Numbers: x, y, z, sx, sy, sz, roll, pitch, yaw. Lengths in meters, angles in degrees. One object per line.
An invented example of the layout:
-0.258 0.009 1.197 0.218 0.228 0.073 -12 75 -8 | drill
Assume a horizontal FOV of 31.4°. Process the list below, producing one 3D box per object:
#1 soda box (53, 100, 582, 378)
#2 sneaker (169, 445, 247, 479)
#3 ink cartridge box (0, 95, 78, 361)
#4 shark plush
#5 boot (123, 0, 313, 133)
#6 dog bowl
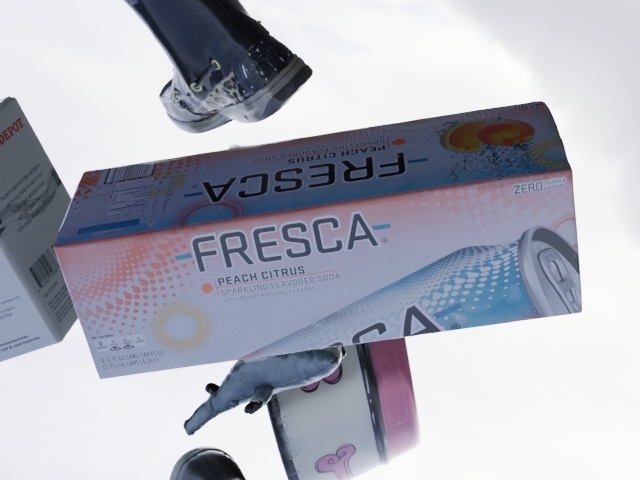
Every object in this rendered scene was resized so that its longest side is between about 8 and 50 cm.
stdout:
0.000 0.000 0.422 0.183 0.063 0.058 -8 -149 6 | soda box
-0.089 0.295 0.951 0.083 0.222 0.118 -4 -171 -21 | sneaker
-0.303 -0.012 1.087 0.208 0.087 0.153 65 -160 -19 | ink cartridge box
-0.053 0.111 0.925 0.073 0.161 0.067 58 -162 -32 | shark plush
-0.120 -0.183 0.983 0.178 0.085 0.236 48 162 -22 | boot
0.009 0.078 1.281 0.150 0.408 0.408 -12 -146 1 | dog bowl
